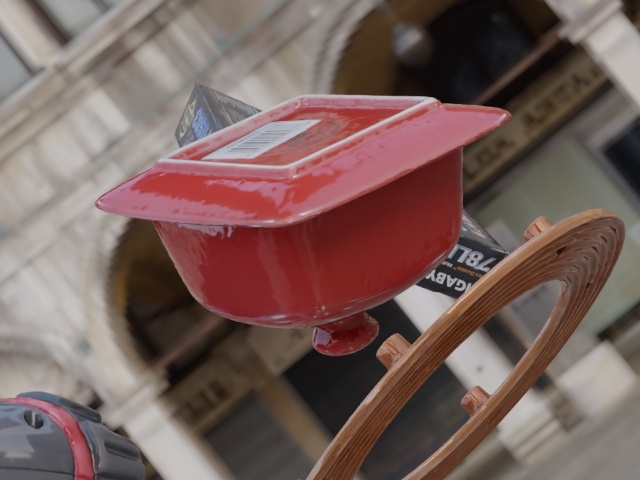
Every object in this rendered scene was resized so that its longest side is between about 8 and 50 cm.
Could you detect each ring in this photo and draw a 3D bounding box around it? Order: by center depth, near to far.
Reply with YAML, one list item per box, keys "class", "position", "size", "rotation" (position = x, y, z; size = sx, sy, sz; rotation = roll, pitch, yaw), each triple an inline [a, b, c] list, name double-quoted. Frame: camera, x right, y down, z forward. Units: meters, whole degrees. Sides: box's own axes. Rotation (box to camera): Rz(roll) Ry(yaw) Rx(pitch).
- class: "ring"
  position: [0.088, 0.101, 1.351]
  size: [0.336, 0.032, 0.336]
  rotation: [-41, -19, -17]

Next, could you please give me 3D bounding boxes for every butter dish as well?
- class: "butter dish"
  position: [0.000, 0.000, 0.951]
  size: [0.160, 0.118, 0.160]
  rotation: [-28, 22, -37]

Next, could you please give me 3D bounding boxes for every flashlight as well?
- class: "flashlight"
  position: [-0.205, 0.099, 0.905]
  size: [0.103, 0.103, 0.304]
  rotation: [-53, -33, 5]

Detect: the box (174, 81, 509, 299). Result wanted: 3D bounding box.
- class: "box"
  position: [0.012, -0.048, 1.922]
  size: [0.073, 0.293, 0.295]
  rotation: [-65, 16, 11]
